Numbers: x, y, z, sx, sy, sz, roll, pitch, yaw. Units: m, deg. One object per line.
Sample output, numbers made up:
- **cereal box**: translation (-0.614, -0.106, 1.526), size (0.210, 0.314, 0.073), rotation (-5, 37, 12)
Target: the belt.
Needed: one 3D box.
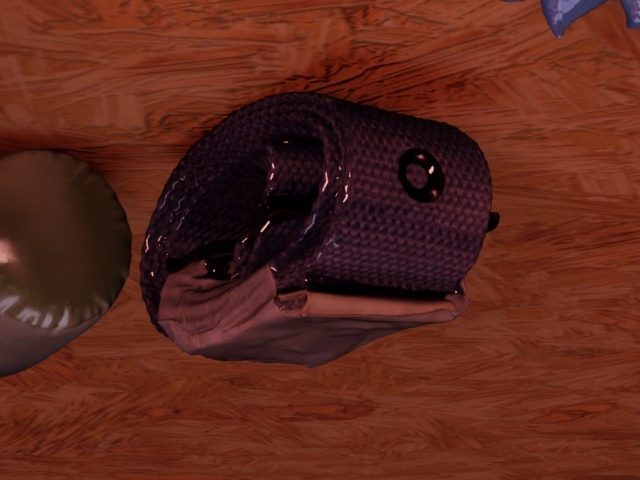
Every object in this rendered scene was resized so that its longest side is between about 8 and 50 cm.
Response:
- **belt**: translation (0.000, 0.000, 1.060), size (0.126, 0.140, 0.230), rotation (12, 159, -31)

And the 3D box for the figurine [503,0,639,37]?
- **figurine**: translation (0.091, -0.126, 0.720), size (0.114, 0.079, 0.114), rotation (8, 140, 7)

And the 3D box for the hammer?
- **hammer**: translation (-0.293, -0.006, 1.139), size (0.335, 0.119, 0.206), rotation (13, 159, -19)
